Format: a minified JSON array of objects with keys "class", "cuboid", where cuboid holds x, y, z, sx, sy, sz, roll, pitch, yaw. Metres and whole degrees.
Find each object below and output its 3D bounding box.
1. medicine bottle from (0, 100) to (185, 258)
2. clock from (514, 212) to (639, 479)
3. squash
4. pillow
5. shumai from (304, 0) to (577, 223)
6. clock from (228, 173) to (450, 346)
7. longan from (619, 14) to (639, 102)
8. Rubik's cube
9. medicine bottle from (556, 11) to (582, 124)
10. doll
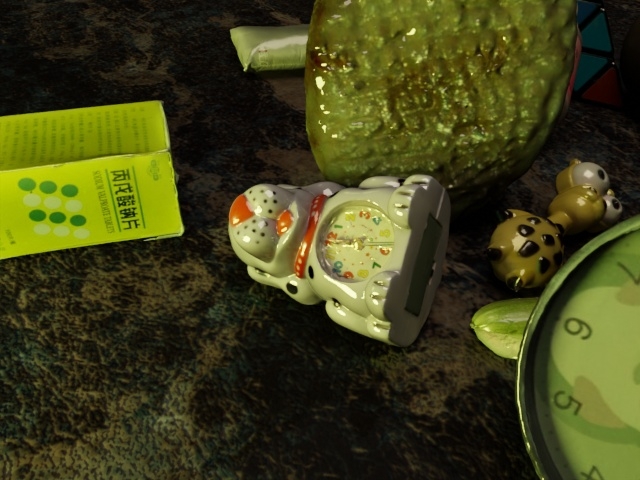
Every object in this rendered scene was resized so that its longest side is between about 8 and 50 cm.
[{"class":"medicine bottle","cuboid":[-0.306,-0.077,0.796,0.250,0.137,0.141,-10,42,-13]},{"class":"clock","cuboid":[0.309,0.121,0.471,0.318,0.319,0.066,32,13,30]},{"class":"squash","cuboid":[0.278,0.096,0.679,0.238,0.069,0.069,2,40,-2]},{"class":"pillow","cuboid":[-0.042,-0.384,1.224,0.253,0.078,0.144,-9,41,-12]},{"class":"shumai","cuboid":[0.138,-0.240,0.871,0.323,0.398,0.323,5,22,-3]},{"class":"clock","cuboid":[0.002,0.000,0.713,0.253,0.189,0.189,14,41,23]},{"class":"longan","cuboid":[0.621,-0.312,1.082,0.196,0.197,0.220,42,12,37]},{"class":"Rubik's cube","cuboid":[0.483,-0.391,1.146,0.284,0.234,0.250,-16,44,-23]},{"class":"medicine bottle","cuboid":[0.362,-0.309,1.057,0.147,0.147,0.247,15,64,14]},{"class":"doll","cuboid":[0.309,-0.022,0.809,0.291,0.086,0.117,-30,90,-36]}]
